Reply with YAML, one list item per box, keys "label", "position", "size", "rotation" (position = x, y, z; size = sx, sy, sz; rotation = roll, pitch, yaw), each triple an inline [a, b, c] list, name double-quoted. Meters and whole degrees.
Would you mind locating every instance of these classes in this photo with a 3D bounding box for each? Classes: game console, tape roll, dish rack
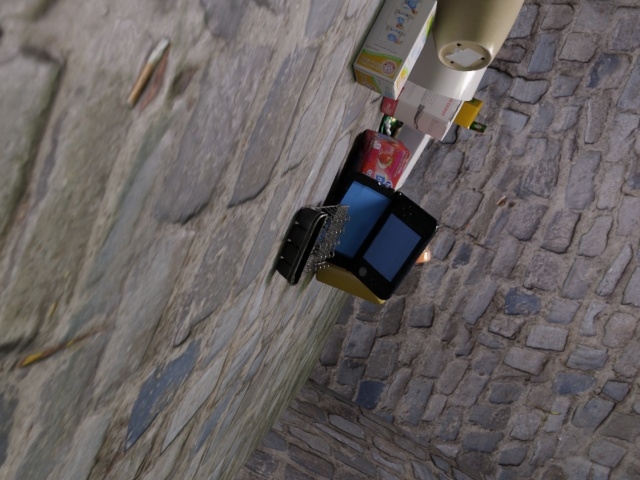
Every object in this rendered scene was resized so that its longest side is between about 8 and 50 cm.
- label: "game console"
  position: [0.146, -0.008, 1.647]
  size: [0.173, 0.250, 0.293]
  rotation: [7, 121, -52]
- label: "tape roll"
  position: [0.346, -0.517, 1.593]
  size: [0.246, 0.246, 0.169]
  rotation: [-46, 161, -61]
- label: "dish rack"
  position: [0.000, 0.000, 1.524]
  size: [0.271, 0.074, 0.208]
  rotation: [-10, 129, -59]

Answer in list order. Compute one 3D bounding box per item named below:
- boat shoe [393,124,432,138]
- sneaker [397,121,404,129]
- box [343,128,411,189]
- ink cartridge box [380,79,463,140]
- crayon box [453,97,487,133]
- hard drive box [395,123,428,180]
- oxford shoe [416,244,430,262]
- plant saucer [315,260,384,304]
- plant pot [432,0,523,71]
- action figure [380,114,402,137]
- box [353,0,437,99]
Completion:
- label: "boat shoe"
  position: [0.414, -0.439, 2.251]
  size: [0.302, 0.098, 0.109]
  rotation: [-32, 159, -28]
- label: "sneaker"
  position: [0.352, -0.490, 2.241]
  size: [0.071, 0.068, 0.169]
  rotation: [-42, 158, -50]
- label: "box"
  position: [0.157, -0.189, 1.727]
  size: [0.128, 0.123, 0.256]
  rotation: [-103, -148, -63]
- label: "ink cartridge box"
  position: [0.319, -0.429, 1.759]
  size: [0.158, 0.218, 0.092]
  rotation: [-58, 169, -27]
- label: "crayon box"
  position: [0.443, -0.480, 1.984]
  size: [0.081, 0.319, 0.202]
  rotation: [-68, 170, 25]
- label: "hard drive box"
  position: [0.290, -0.297, 2.004]
  size: [0.232, 0.089, 0.181]
  rotation: [-60, 171, 19]
- label: "oxford shoe"
  position: [0.166, -0.006, 1.816]
  size: [0.130, 0.364, 0.132]
  rotation: [-45, 136, -76]
- label: "plant saucer"
  position: [0.146, 0.021, 1.989]
  size: [0.081, 0.333, 0.332]
  rotation: [38, 76, -44]
- label: "plant pot"
  position: [0.362, -0.551, 1.343]
  size: [0.256, 0.257, 0.273]
  rotation: [75, 26, -76]
- label: "action figure"
  position: [0.238, -0.382, 1.952]
  size: [0.137, 0.064, 0.232]
  rotation: [-56, 165, -22]
- label: "box"
  position: [0.165, -0.436, 1.267]
  size: [0.203, 0.103, 0.114]
  rotation: [-63, 170, -1]
